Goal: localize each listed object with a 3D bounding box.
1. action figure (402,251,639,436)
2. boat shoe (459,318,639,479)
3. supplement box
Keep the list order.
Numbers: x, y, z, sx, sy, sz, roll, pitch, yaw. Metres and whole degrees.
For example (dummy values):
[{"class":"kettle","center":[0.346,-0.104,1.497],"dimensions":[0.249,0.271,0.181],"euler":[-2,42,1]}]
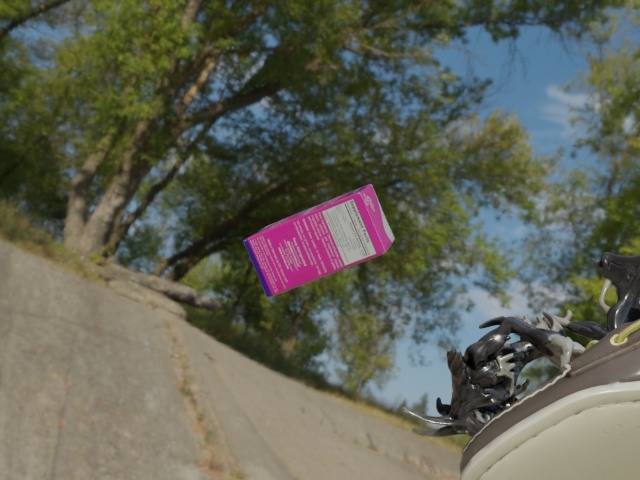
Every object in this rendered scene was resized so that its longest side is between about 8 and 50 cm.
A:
[{"class":"action figure","center":[0.220,0.127,0.703],"dimensions":[0.141,0.276,0.164],"euler":[51,-9,48]},{"class":"boat shoe","center":[0.244,0.108,0.540],"dimensions":[0.116,0.324,0.096],"euler":[60,7,-21]},{"class":"supplement box","center":[0.000,0.000,1.269],"dimensions":[0.220,0.113,0.111],"euler":[-20,6,16]}]
